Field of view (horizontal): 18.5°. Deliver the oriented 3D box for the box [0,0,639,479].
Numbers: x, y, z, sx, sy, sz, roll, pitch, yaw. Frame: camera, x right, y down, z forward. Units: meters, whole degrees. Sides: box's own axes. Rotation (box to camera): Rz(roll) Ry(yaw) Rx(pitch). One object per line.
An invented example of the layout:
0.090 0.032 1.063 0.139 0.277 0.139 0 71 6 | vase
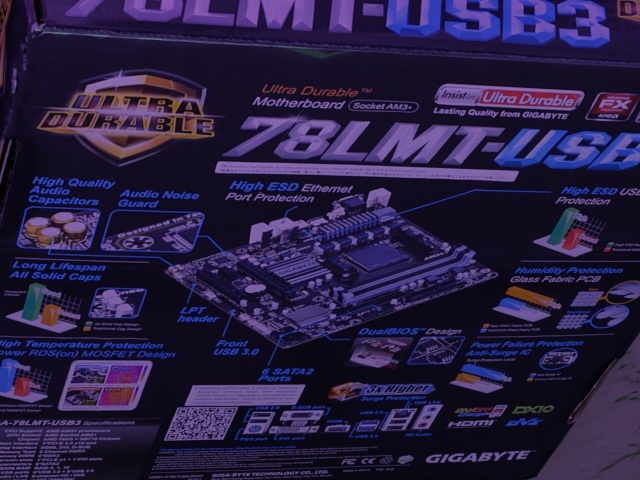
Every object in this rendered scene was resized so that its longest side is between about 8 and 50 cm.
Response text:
0.000 0.000 0.779 0.295 0.073 0.293 0 142 -19 | box
